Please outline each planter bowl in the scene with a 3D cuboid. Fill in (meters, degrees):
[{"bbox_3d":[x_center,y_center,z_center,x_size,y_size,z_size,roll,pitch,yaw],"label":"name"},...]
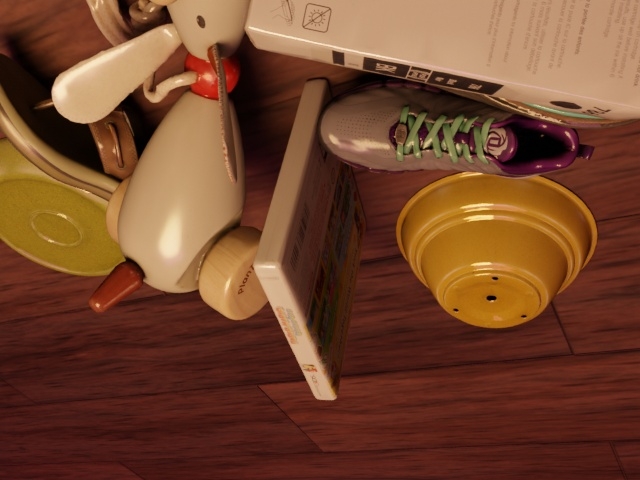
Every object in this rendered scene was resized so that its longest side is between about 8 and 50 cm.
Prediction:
[{"bbox_3d":[0.185,0.031,0.786,0.217,0.090,0.217,7,140,6],"label":"planter bowl"}]

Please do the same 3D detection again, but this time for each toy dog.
[{"bbox_3d":[-0.130,-0.067,0.585,0.220,0.161,0.334,8,121,35],"label":"toy dog"}]

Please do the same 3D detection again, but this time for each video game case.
[{"bbox_3d":[0.000,0.000,0.689,0.026,0.227,0.206,-2,139,16],"label":"video game case"}]

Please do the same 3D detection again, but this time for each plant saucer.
[{"bbox_3d":[-0.318,-0.026,0.899,0.241,0.037,0.241,8,140,7],"label":"plant saucer"}]

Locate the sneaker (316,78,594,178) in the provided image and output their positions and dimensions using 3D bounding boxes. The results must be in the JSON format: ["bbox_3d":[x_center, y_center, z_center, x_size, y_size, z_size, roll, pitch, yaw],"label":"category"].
[{"bbox_3d":[0.112,-0.095,0.619,0.223,0.083,0.098,2,-173,-9],"label":"sneaker"}]

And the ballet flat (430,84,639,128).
[{"bbox_3d":[0.121,-0.157,0.578,0.280,0.095,0.096,20,-176,7],"label":"ballet flat"}]

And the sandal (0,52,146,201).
[{"bbox_3d":[-0.205,-0.092,0.749,0.086,0.120,0.303,-44,121,15],"label":"sandal"}]

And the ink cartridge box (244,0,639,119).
[{"bbox_3d":[0.128,-0.181,0.489,0.332,0.165,0.065,13,-178,3],"label":"ink cartridge box"}]

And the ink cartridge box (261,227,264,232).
[{"bbox_3d":[-0.047,0.001,0.862,0.048,0.028,0.083,22,140,-11],"label":"ink cartridge box"}]
